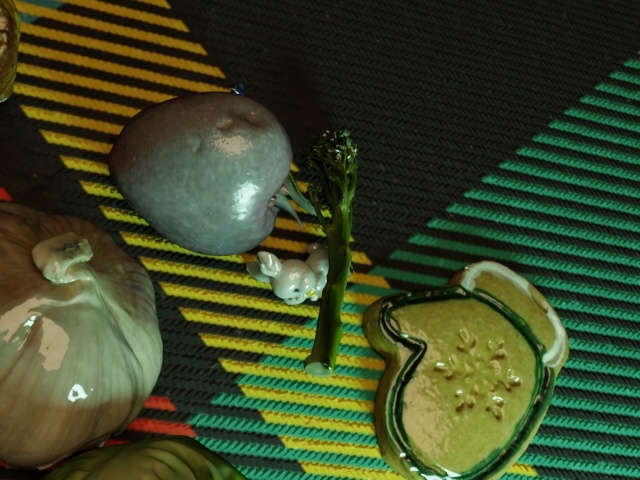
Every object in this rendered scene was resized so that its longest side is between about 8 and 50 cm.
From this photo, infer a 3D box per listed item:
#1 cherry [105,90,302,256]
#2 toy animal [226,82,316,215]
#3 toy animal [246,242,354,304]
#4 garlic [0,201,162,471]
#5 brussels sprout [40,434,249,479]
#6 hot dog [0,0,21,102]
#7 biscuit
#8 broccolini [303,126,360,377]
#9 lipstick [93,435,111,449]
[{"bbox_3d":[-0.134,-0.085,1.293,0.266,0.213,0.183,10,37,-9],"label":"cherry"},{"bbox_3d":[-0.081,-0.111,1.415,0.075,0.041,0.216,-32,91,-28],"label":"toy animal"},{"bbox_3d":[-0.025,0.046,1.366,0.124,0.071,0.085,-17,81,-25],"label":"toy animal"},{"bbox_3d":[-0.318,0.089,1.146,0.241,0.322,0.322,-34,87,10],"label":"garlic"},{"bbox_3d":[-0.185,0.349,1.060,0.282,0.354,0.289,-24,74,2],"label":"brussels sprout"},{"bbox_3d":[-0.502,-0.252,1.248,0.272,0.122,0.196,8,77,-21],"label":"hot dog"},{"bbox_3d":[0.190,0.168,1.420,0.287,0.057,0.343,41,63,-5],"label":"biscuit"},{"bbox_3d":[0.000,0.004,1.331,0.079,0.074,0.392,54,32,-38],"label":"broccolini"},{"bbox_3d":[-0.298,0.210,1.232,0.107,0.025,0.025,38,62,0],"label":"lipstick"}]
